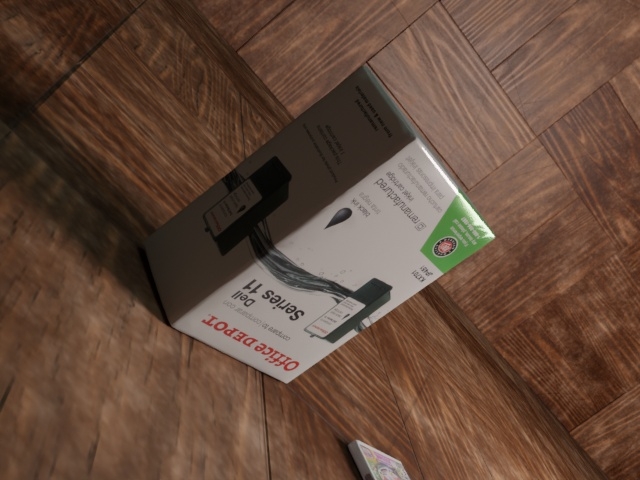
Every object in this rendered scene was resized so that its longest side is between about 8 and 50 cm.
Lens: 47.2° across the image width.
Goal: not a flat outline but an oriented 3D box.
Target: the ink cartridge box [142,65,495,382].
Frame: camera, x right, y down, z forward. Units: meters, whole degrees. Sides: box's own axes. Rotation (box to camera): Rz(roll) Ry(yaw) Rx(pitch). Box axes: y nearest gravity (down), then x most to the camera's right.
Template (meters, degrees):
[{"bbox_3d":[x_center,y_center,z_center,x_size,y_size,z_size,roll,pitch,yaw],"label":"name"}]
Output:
[{"bbox_3d":[0.000,0.000,0.541,0.153,0.208,0.086,38,19,-49],"label":"ink cartridge box"}]

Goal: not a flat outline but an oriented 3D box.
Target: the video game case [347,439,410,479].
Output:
[{"bbox_3d":[0.071,0.226,0.603,0.087,0.011,0.122,41,15,-47],"label":"video game case"}]
